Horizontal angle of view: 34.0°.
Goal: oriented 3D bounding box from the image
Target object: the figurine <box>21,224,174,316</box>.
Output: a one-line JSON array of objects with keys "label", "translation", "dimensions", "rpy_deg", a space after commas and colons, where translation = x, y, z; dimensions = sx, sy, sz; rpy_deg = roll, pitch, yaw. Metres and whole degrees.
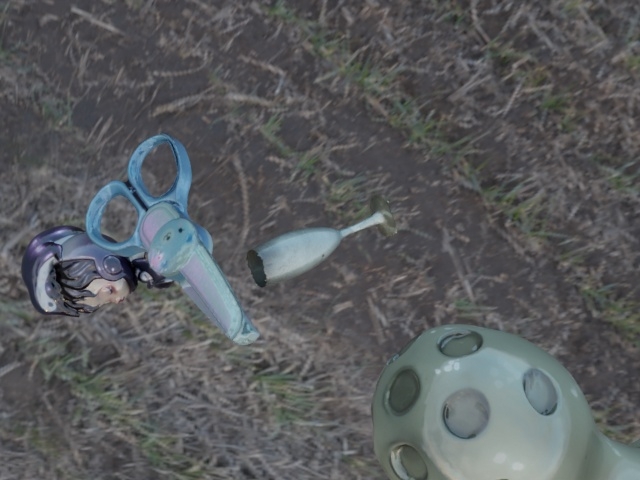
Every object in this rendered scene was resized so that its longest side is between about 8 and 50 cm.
[{"label": "figurine", "translation": [-0.342, 0.036, 1.596], "dimensions": [0.222, 0.145, 0.145], "rpy_deg": [-14, 83, -16]}]

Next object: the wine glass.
[{"label": "wine glass", "translation": [0.000, 0.000, 1.340], "dimensions": [0.198, 0.066, 0.066], "rpy_deg": [-22, 87, -25]}]

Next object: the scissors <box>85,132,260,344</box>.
[{"label": "scissors", "translation": [-0.125, 0.006, 0.925], "dimensions": [0.125, 0.256, 0.030], "rpy_deg": [-49, 141, 7]}]

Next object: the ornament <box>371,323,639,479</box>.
[{"label": "ornament", "translation": [0.083, 0.083, 0.400], "dimensions": [0.156, 0.081, 0.075], "rpy_deg": [28, 83, -33]}]
